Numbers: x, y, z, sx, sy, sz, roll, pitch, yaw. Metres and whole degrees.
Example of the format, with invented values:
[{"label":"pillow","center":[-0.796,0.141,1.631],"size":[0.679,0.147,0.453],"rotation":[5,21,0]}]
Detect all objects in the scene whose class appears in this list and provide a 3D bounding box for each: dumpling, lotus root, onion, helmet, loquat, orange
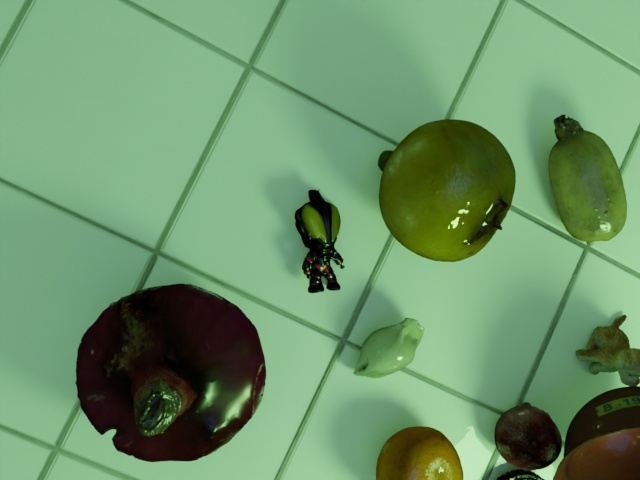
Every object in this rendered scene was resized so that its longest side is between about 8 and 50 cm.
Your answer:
[{"label":"dumpling","center":[0.175,0.275,1.468],"size":[0.155,0.181,0.111],"rotation":[29,45,-38]},{"label":"lotus root","center":[0.672,-0.158,1.526],"size":[0.170,0.151,0.342],"rotation":[-18,96,-10]},{"label":"onion","center":[0.522,0.495,1.477],"size":[0.160,0.195,0.159],"rotation":[-1,95,-13]},{"label":"helmet","center":[0.734,0.480,1.433],"size":[0.385,0.230,0.337],"rotation":[-20,117,19]},{"label":"loquat","center":[0.274,-0.127,1.392],"size":[0.329,0.360,0.328],"rotation":[-27,135,-31]},{"label":"orange","center":[0.235,0.558,1.440],"size":[0.224,0.170,0.223],"rotation":[6,77,-29]},{"label":"onion","center":[-0.308,0.269,1.218],"size":[0.399,0.420,0.397],"rotation":[1,81,-4]}]

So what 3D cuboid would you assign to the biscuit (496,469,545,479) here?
[{"label":"biscuit","center":[0.514,0.686,1.547],"size":[0.195,0.053,0.194],"rotation":[0,89,-10]}]

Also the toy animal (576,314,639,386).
[{"label":"toy animal","center":[0.779,0.271,1.529],"size":[0.104,0.185,0.183],"rotation":[39,83,-6]}]

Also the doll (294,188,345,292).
[{"label":"doll","center":[0.003,0.000,1.441],"size":[0.088,0.127,0.248],"rotation":[-4,88,24]}]
